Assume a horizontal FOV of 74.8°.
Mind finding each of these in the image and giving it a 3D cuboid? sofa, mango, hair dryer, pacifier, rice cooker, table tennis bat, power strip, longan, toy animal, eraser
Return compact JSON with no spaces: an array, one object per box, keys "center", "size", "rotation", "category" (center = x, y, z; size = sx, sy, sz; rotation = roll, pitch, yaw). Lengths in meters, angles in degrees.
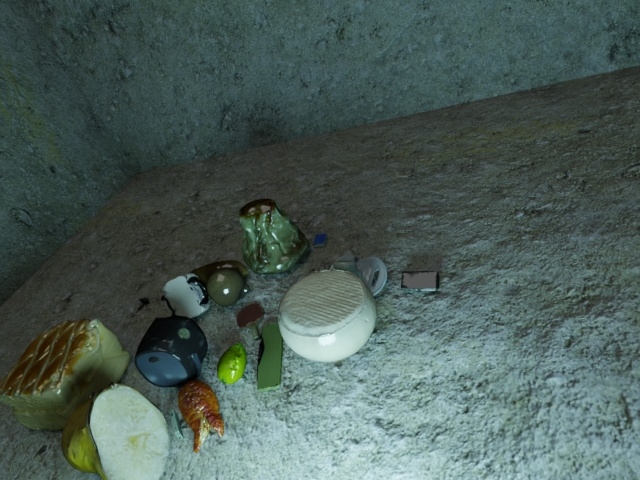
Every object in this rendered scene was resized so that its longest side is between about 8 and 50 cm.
[{"center":[0.403,0.173,1.696],"size":[0.147,0.060,0.085],"rotation":[-4,56,25],"category":"sofa"},{"center":[-0.338,0.481,1.636],"size":[0.119,0.100,0.178],"rotation":[-19,29,18],"category":"mango"},{"center":[-0.957,0.341,2.228],"size":[0.079,0.031,0.083],"rotation":[-4,45,41],"category":"hair dryer"},{"center":[0.129,0.142,1.750],"size":[0.279,0.207,0.227],"rotation":[4,60,33],"category":"pacifier"},{"center":[-0.596,0.447,1.701],"size":[0.267,0.267,0.224],"rotation":[-13,29,13],"category":"rice cooker"},{"center":[-0.302,0.358,1.853],"size":[0.131,0.022,0.234],"rotation":[-26,34,-7],"category":"table tennis bat"},{"center":[-0.524,0.673,1.524],"size":[0.019,0.051,0.136],"rotation":[-25,35,-17],"category":"power strip"},{"center":[-0.435,0.221,1.987],"size":[0.204,0.185,0.159],"rotation":[11,-6,-24],"category":"longan"},{"center":[-0.645,0.274,2.016],"size":[0.204,0.208,0.156],"rotation":[-30,0,-9],"category":"toy animal"},{"center":[0.000,0.000,2.159],"size":[0.063,0.027,0.085],"rotation":[-8,37,18],"category":"eraser"}]

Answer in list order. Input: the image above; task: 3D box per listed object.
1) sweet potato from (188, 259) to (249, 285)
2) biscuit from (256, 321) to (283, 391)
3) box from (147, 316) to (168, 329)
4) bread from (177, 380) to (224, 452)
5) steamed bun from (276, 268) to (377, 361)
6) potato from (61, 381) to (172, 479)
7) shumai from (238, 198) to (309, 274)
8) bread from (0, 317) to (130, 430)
[{"center":[-0.565,0.184,2.137],"size":[0.422,0.130,0.130],"rotation":[-15,35,12],"category":"sweet potato"},{"center":[-0.196,0.451,1.654],"size":[0.099,0.038,0.322],"rotation":[-14,35,6],"category":"biscuit"},{"center":[-0.777,0.409,2.026],"size":[0.079,0.035,0.083],"rotation":[-5,39,23],"category":"box"},{"center":[-0.438,0.616,1.517],"size":[0.139,0.095,0.269],"rotation":[-36,41,-7],"category":"bread"},{"center":[0.032,0.294,1.560],"size":[0.374,0.241,0.374],"rotation":[-14,31,9],"category":"steamed bun"},{"center":[-0.736,0.727,1.467],"size":[0.296,0.290,0.397],"rotation":[-43,71,18],"category":"potato"},{"center":[-0.270,-0.044,2.111],"size":[0.324,0.323,0.397],"rotation":[-36,36,-22],"category":"shumai"},{"center":[-1.077,0.567,1.775],"size":[0.371,0.279,0.390],"rotation":[-9,39,22],"category":"bread"}]
